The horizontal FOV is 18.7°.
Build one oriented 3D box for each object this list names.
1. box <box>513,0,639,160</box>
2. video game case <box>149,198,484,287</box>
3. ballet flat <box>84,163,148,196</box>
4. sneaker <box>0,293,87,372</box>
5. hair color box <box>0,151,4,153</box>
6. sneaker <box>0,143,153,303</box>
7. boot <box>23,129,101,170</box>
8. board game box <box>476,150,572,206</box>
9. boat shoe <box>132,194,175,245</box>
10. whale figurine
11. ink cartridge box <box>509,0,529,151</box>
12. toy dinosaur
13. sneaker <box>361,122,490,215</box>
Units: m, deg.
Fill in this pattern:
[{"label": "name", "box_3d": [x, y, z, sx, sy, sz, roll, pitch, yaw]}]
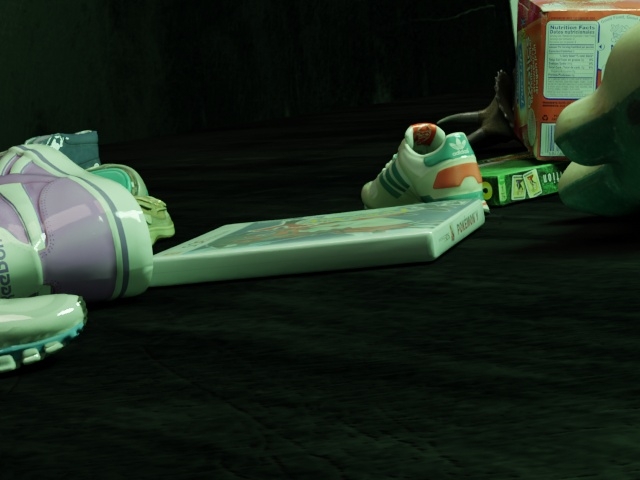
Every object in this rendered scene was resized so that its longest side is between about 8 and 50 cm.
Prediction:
[{"label": "box", "box_3d": [0.296, -0.140, 1.625, 0.256, 0.128, 0.122, -1, 15, -4]}, {"label": "video game case", "box_3d": [0.000, 0.000, 1.351, 0.201, 0.023, 0.183, -5, 6, 15]}, {"label": "ballet flat", "box_3d": [-0.259, -0.024, 1.757, 0.213, 0.072, 0.068, -6, -21, 5]}, {"label": "sneaker", "box_3d": [-0.219, 0.034, 1.016, 0.190, 0.083, 0.071, -7, 4, -7]}, {"label": "hair color box", "box_3d": [-0.311, -0.017, 1.548, 0.167, 0.093, 0.053, -5, 7, 18]}, {"label": "sneaker", "box_3d": [-0.238, -0.003, 1.311, 0.161, 0.102, 0.282, -13, 8, -24]}, {"label": "boot", "box_3d": [-0.305, -0.062, 1.986, 0.190, 0.086, 0.069, -12, 8, -42]}, {"label": "board game box", "box_3d": [0.191, -0.060, 1.669, 0.259, 0.030, 0.136, -12, 10, -41]}, {"label": "boat shoe", "box_3d": [-0.155, -0.021, 1.611, 0.056, 0.048, 0.153, -6, 6, 8]}, {"label": "whale figurine", "box_3d": [0.256, -0.061, 1.274, 0.216, 0.141, 0.272, -9, -18, -22]}, {"label": "ink cartridge box", "box_3d": [0.356, -0.212, 1.971, 0.307, 0.223, 0.129, -5, 9, 20]}, {"label": "toy dinosaur", "box_3d": [0.268, -0.213, 2.133, 0.160, 0.314, 0.121, 6, 25, -35]}, {"label": "sneaker", "box_3d": [0.079, -0.055, 1.518, 0.057, 0.075, 0.161, -10, 7, -23]}]
